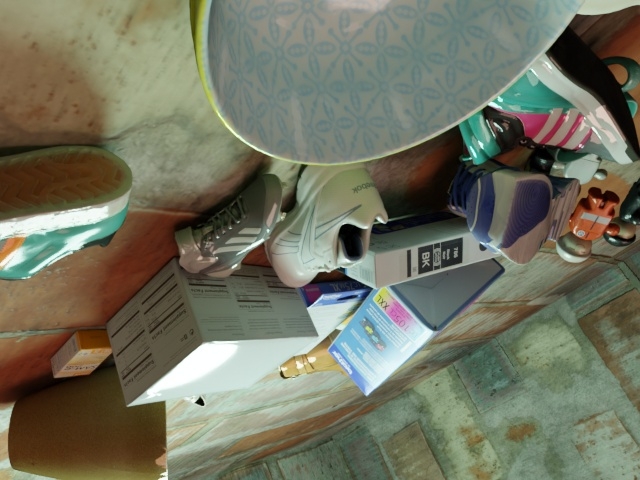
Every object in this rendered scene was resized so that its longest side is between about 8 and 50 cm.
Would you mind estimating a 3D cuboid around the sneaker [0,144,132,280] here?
[{"bbox_3d":[-0.327,-0.005,0.484,0.302,0.108,0.121,-11,147,-33],"label":"sneaker"}]

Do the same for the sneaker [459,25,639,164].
[{"bbox_3d":[0.268,-0.151,0.678,0.295,0.124,0.178,24,149,-35],"label":"sneaker"}]

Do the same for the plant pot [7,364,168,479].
[{"bbox_3d":[-0.408,0.332,0.964,0.254,0.237,0.237,0,148,-16],"label":"plant pot"}]

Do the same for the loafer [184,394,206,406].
[{"bbox_3d":[-0.314,0.390,1.335,0.045,0.039,0.125,-25,155,-1],"label":"loafer"}]

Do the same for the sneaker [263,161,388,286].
[{"bbox_3d":[0.000,0.000,0.778,0.111,0.129,0.297,-14,154,-28],"label":"sneaker"}]

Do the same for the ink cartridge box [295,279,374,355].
[{"bbox_3d":[-0.026,0.167,1.152,0.185,0.065,0.311,-1,148,-43],"label":"ink cartridge box"}]

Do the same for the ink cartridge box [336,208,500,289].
[{"bbox_3d":[0.183,0.001,0.922,0.332,0.165,0.065,-13,107,-26],"label":"ink cartridge box"}]

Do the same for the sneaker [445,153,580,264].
[{"bbox_3d":[0.258,-0.058,0.808,0.315,0.182,0.127,-9,114,-53],"label":"sneaker"}]

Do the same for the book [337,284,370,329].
[{"bbox_3d":[0.079,0.161,1.275,0.144,0.035,0.096,-38,152,20],"label":"book"}]

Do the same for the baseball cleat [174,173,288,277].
[{"bbox_3d":[-0.128,-0.012,0.704,0.109,0.072,0.206,4,139,-36],"label":"baseball cleat"}]

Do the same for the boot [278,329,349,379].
[{"bbox_3d":[-0.002,0.330,1.428,0.220,0.109,0.283,-23,153,-10],"label":"boot"}]

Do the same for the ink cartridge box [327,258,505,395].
[{"bbox_3d":[0.189,0.175,1.191,0.270,0.151,0.395,-30,162,-36],"label":"ink cartridge box"}]

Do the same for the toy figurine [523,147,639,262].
[{"bbox_3d":[0.480,-0.077,0.983,0.213,0.209,0.148,-17,137,-27],"label":"toy figurine"}]

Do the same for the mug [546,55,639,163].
[{"bbox_3d":[0.393,-0.203,0.794,0.158,0.097,0.129,-41,151,27],"label":"mug"}]

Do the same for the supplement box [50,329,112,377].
[{"bbox_3d":[-0.390,0.186,0.876,0.098,0.036,0.062,-41,151,29],"label":"supplement box"}]

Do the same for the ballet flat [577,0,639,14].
[{"bbox_3d":[0.300,-0.283,0.521,0.342,0.124,0.116,-19,154,-16],"label":"ballet flat"}]

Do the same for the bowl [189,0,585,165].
[{"bbox_3d":[0.035,-0.205,0.378,0.289,0.156,0.289,-19,154,-10],"label":"bowl"}]

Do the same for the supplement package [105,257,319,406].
[{"bbox_3d":[-0.175,0.152,0.886,0.204,0.145,0.262,-40,151,27],"label":"supplement package"}]
